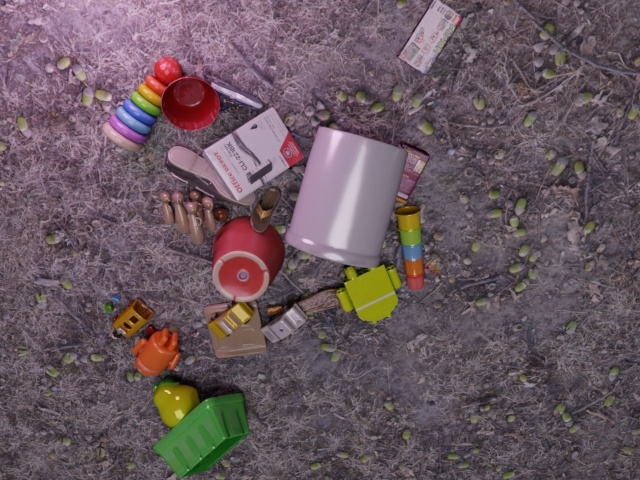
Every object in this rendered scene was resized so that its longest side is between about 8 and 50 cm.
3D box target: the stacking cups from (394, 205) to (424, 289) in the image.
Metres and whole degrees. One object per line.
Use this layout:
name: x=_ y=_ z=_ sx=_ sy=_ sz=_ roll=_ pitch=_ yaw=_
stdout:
stacking cups: x=0.340 y=0.036 z=1.937 sx=0.096 sy=0.096 sz=0.316 roll=-10 pitch=111 yaw=4

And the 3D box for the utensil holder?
utensil holder: x=0.090 y=-0.144 z=1.721 sx=0.327 sy=0.327 sz=0.385 roll=15 pitch=99 yaw=-6

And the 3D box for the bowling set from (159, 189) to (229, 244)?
bowling set: x=-0.432 y=-0.118 z=1.861 sx=0.200 sy=0.287 sz=0.154 roll=-27 pitch=126 yaw=-35

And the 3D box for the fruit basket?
fruit basket: x=-0.524 y=0.730 z=2.175 sx=0.392 sy=0.283 sz=0.392 roll=-6 pitch=77 yaw=29

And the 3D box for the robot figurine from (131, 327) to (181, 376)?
robot figurine: x=-0.648 y=0.452 z=2.092 sx=0.219 sy=0.158 sz=0.128 roll=-49 pitch=65 yaw=17

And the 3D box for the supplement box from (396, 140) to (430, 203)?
supplement box: x=0.289 y=-0.238 z=1.837 sx=0.104 sy=0.081 sz=0.188 roll=22 pitch=111 yaw=-8

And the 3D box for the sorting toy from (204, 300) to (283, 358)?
sorting toy: x=-0.289 y=0.344 z=2.099 sx=0.307 sy=0.041 sz=0.229 roll=-8 pitch=107 yaw=3

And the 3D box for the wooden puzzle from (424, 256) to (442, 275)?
wooden puzzle: x=0.430 y=0.096 z=2.010 sx=0.083 sy=0.006 sz=0.049 roll=41 pitch=107 yaw=-14

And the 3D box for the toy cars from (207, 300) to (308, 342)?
toy cars: x=-0.247 y=0.321 z=2.008 sx=0.394 sy=0.087 sz=0.176 roll=3 pitch=112 yaw=5

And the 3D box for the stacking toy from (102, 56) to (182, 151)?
stacking toy: x=-0.573 y=-0.461 z=1.736 sx=0.141 sy=0.141 sz=0.330 roll=36 pitch=101 yaw=-13

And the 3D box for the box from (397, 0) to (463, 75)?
box: x=0.352 y=-0.653 z=1.695 sx=0.114 sy=0.036 sz=0.207 roll=30 pitch=109 yaw=-11

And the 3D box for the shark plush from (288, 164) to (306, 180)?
shark plush: x=-0.072 y=-0.224 z=1.861 sx=0.161 sy=0.073 sz=0.067 roll=18 pitch=141 yaw=-12

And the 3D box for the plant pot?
plant pot: x=-0.266 y=0.079 z=1.880 sx=0.275 sy=0.243 sz=0.275 roll=0 pitch=112 yaw=0

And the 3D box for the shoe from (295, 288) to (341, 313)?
shoe: x=-0.006 y=0.236 z=2.047 sx=0.219 sy=0.058 sz=0.076 roll=-16 pitch=91 yaw=2

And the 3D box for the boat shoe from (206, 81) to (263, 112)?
boat shoe: x=-0.288 y=-0.459 z=1.764 sx=0.183 sy=0.065 sz=0.083 roll=22 pitch=115 yaw=-1

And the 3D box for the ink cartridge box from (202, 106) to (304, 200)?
ink cartridge box: x=-0.226 y=-0.284 z=1.752 sx=0.273 sy=0.114 sz=0.197 roll=-35 pitch=105 yaw=-8

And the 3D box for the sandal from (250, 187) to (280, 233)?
sandal: x=-0.194 y=-0.113 z=1.861 sx=0.072 sy=0.049 sz=0.180 roll=26 pitch=75 yaw=-2

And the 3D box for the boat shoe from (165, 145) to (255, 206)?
boat shoe: x=-0.387 y=-0.213 z=1.850 sx=0.335 sy=0.112 sz=0.095 roll=30 pitch=148 yaw=-11

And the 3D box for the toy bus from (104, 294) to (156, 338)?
toy bus: x=-0.753 y=0.325 z=2.054 sx=0.191 sy=0.104 sz=0.202 roll=2 pitch=111 yaw=0

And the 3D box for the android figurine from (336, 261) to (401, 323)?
android figurine: x=0.190 y=0.192 z=2.000 sx=0.248 sy=0.056 sz=0.273 roll=-26 pitch=108 yaw=-3

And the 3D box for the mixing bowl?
mixing bowl: x=-0.421 y=-0.459 z=1.700 sx=0.181 sy=0.098 sz=0.181 roll=-9 pitch=132 yaw=-10
